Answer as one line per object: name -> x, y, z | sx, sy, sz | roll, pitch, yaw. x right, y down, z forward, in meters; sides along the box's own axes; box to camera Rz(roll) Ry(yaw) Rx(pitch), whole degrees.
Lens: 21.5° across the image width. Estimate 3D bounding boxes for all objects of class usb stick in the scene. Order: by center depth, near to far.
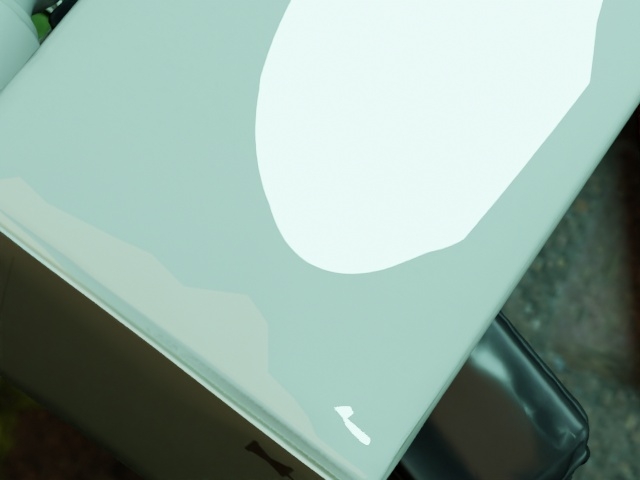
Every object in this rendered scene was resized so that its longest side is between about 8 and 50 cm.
usb stick -> 0.000, 0.000, 0.679 | 0.077, 0.045, 0.278 | -40, 89, -3

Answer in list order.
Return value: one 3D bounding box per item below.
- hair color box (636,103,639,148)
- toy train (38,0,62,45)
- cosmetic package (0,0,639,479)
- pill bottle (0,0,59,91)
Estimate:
hair color box -> 0.171, -0.027, 0.694 | 0.072, 0.043, 0.141 | -2, 84, -4
toy train -> -0.192, -0.091, 0.672 | 0.166, 0.046, 0.125 | 24, 84, -1
cosmetic package -> 0.037, -0.086, 0.580 | 0.155, 0.197, 0.365 | 38, 69, -2
pill bottle -> -0.148, -0.174, 0.603 | 0.162, 0.162, 0.278 | 7, 72, -4
